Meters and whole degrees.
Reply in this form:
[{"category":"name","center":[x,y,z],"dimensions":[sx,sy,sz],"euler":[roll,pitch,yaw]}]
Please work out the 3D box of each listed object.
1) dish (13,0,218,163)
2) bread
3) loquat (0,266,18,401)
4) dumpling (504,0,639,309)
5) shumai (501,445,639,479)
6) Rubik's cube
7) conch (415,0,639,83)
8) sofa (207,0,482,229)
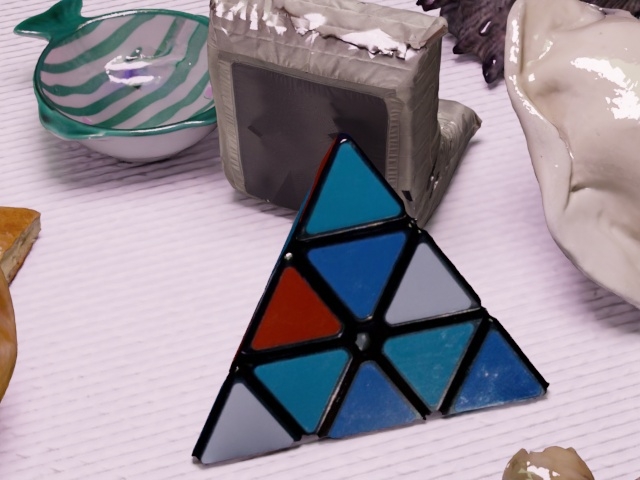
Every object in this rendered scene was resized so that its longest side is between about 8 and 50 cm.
[{"category":"dish","center":[-0.177,-0.140,1.397],"dimensions":[0.246,0.078,0.224],"euler":[33,52,30]},{"category":"bread","center":[-0.295,0.007,1.265],"dimensions":[0.136,0.054,0.154],"euler":[-30,53,-31]},{"category":"loquat","center":[-0.320,0.066,1.089],"dimensions":[0.213,0.213,0.213],"euler":[-1,43,1]},{"category":"dumpling","center":[0.265,-0.060,1.247],"dimensions":[0.318,0.187,0.243],"euler":[30,71,0]},{"category":"shumai","center":[0.199,0.218,0.973],"dimensions":[0.153,0.161,0.209],"euler":[-1,33,34]},{"category":"Rubik's cube","center":[0.000,0.000,1.193],"dimensions":[0.284,0.250,0.234],"euler":[-14,25,-7]},{"category":"conch","center":[0.232,-0.289,1.490],"dimensions":[0.313,0.186,0.241],"euler":[-49,31,-18]},{"category":"sofa","center":[0.026,-0.140,1.289],"dimensions":[0.210,0.225,0.176],"euler":[14,49,19]}]
